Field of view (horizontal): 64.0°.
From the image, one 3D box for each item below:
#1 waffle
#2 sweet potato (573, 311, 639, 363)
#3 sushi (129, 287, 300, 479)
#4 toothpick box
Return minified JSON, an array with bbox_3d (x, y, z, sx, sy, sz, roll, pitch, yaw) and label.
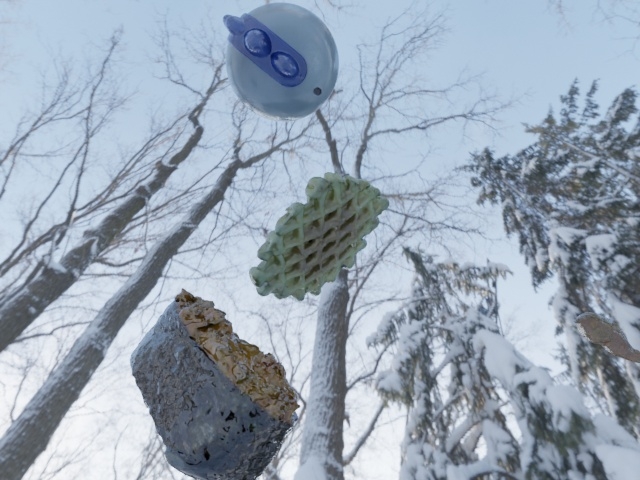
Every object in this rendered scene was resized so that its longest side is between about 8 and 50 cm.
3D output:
[{"bbox_3d":[0.000,0.000,1.001,0.056,0.309,0.291,43,-72,28],"label":"waffle"},{"bbox_3d":[0.630,0.208,1.115,0.226,0.068,0.068,31,-71,-13],"label":"sweet potato"},{"bbox_3d":[-0.172,0.244,0.880,0.207,0.348,0.234,-52,-40,1],"label":"sushi"},{"bbox_3d":[-0.096,-0.388,1.097,0.263,0.354,0.262,-3,-69,-7],"label":"toothpick box"}]
